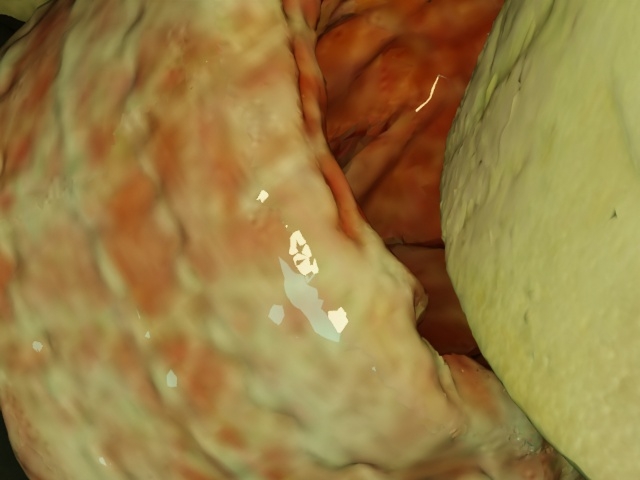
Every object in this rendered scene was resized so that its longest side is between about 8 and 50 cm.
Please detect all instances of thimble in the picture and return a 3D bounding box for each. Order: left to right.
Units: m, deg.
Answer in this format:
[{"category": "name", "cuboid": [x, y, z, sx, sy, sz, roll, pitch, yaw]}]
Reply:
[{"category": "thimble", "cuboid": [0.000, 0.000, 0.636, 0.162, 0.239, 0.239, -27, 103, 36]}]

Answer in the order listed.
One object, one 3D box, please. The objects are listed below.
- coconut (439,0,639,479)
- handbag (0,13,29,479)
[{"category": "coconut", "cuboid": [0.185, -0.008, 0.505, 0.329, 0.329, 0.328, 12, 122, 21]}, {"category": "handbag", "cuboid": [-0.171, 0.049, 0.734, 0.254, 0.093, 0.308, -11, 70, 20]}]
